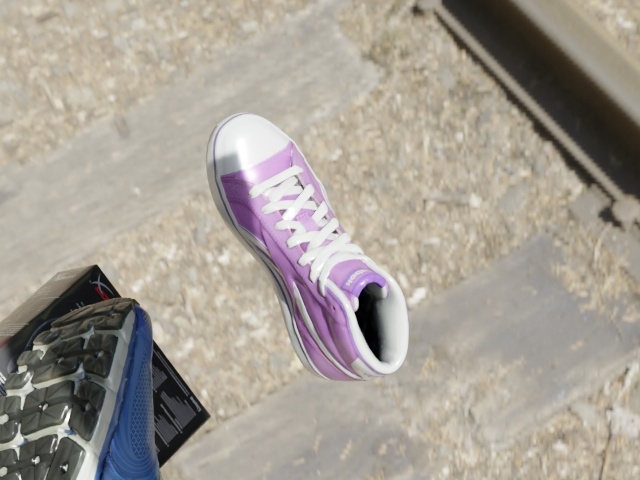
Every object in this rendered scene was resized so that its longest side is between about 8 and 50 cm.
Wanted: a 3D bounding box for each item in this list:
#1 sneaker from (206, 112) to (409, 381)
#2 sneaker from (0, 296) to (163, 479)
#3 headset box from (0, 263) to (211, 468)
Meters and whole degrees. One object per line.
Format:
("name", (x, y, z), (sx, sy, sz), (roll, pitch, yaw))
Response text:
("sneaker", (0.001, 0.000, 1.228), (0.102, 0.161, 0.282), (-32, 98, -22))
("sneaker", (-0.168, 0.208, 1.008), (0.129, 0.147, 0.330), (-6, 72, 39))
("headset box", (-0.294, 0.200, 1.378), (0.293, 0.218, 0.110), (-45, 19, -30))
